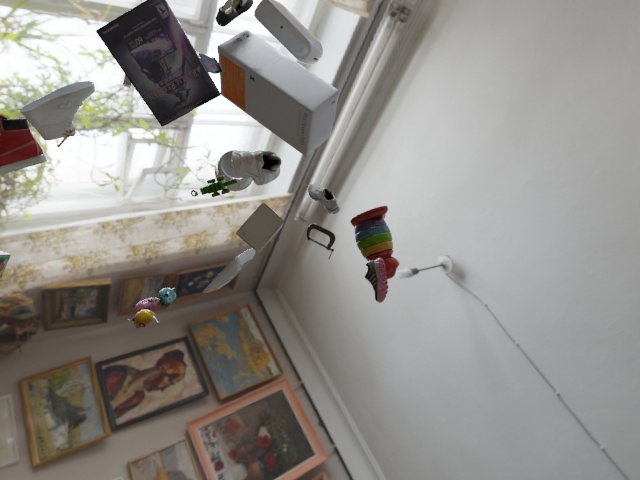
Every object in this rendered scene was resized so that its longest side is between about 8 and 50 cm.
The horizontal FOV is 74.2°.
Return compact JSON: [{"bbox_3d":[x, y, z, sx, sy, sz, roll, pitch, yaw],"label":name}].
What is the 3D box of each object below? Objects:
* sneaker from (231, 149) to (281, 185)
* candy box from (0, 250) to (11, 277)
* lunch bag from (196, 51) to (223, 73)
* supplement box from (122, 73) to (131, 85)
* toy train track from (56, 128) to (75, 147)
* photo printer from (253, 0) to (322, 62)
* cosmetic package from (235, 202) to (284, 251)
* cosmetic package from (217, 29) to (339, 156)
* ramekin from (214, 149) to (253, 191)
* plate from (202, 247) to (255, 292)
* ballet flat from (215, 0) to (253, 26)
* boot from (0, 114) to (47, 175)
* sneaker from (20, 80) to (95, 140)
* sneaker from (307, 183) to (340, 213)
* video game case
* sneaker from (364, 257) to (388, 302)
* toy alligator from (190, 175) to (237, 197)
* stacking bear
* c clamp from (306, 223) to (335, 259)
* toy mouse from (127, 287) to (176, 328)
[{"bbox_3d":[-0.156,-0.214,1.238,0.115,0.232,0.091,-4,-87,19],"label":"sneaker"},{"bbox_3d":[-1.428,0.065,1.634,0.317,0.268,0.122,-178,-73,-76],"label":"candy box"},{"bbox_3d":[-0.346,-0.545,1.306,0.053,0.083,0.071,-64,-147,14],"label":"lunch bag"},{"bbox_3d":[-0.870,-0.749,1.920,0.062,0.036,0.099,15,-89,61],"label":"supplement box"},{"bbox_3d":[-0.862,-0.348,1.425,0.048,0.083,0.014,13,-28,14],"label":"toy train track"},{"bbox_3d":[-0.122,-0.899,1.849,0.307,0.256,0.107,43,-65,-8],"label":"photo printer"},{"bbox_3d":[-0.241,-0.044,1.707,0.113,0.160,0.309,42,-5,-5],"label":"cosmetic package"},{"bbox_3d":[-0.165,-0.548,1.578,0.453,0.161,0.230,37,-29,14],"label":"cosmetic package"},{"bbox_3d":[-0.438,-0.367,2.180,0.109,0.207,0.207,140,-65,-67],"label":"ramekin"},{"bbox_3d":[-0.464,0.160,2.231,0.045,0.278,0.277,45,-74,1],"label":"plate"},{"bbox_3d":[-0.302,-0.842,1.514,0.074,0.203,0.074,26,-29,15],"label":"ballet flat"},{"bbox_3d":[-1.025,-0.294,1.325,0.088,0.244,0.176,16,-51,46],"label":"boot"},{"bbox_3d":[-1.035,-0.526,1.740,0.108,0.292,0.169,35,-27,38],"label":"sneaker"},{"bbox_3d":[0.013,-0.193,1.738,0.190,0.071,0.083,42,-26,35],"label":"sneaker"},{"bbox_3d":[-0.422,-0.468,1.124,0.274,0.196,0.026,61,10,-29],"label":"video game case"},{"bbox_3d":[0.207,0.149,1.600,0.074,0.063,0.171,-2,-83,40],"label":"sneaker"},{"bbox_3d":[-0.350,-0.163,1.338,0.189,0.051,0.056,-12,-78,25],"label":"toy alligator"},{"bbox_3d":[0.241,0.026,1.775,0.175,0.164,0.289,75,-2,-78],"label":"stacking bear"},{"bbox_3d":[0.000,0.000,1.940,0.160,0.022,0.137,32,-56,4],"label":"c clamp"},{"bbox_3d":[-0.391,0.146,0.993,0.161,0.143,0.031,-18,-65,33],"label":"toy mouse"}]
